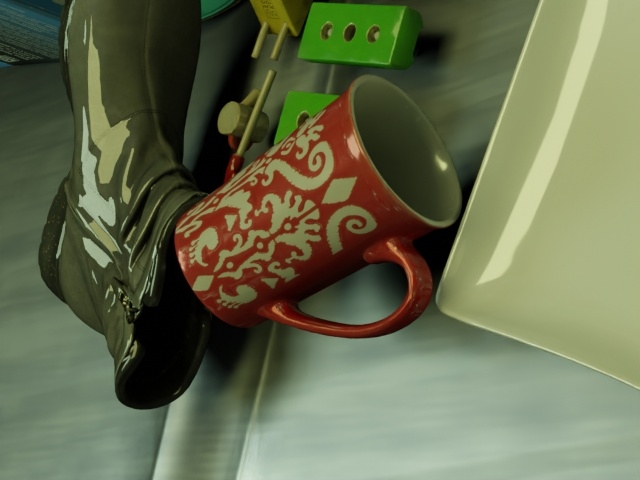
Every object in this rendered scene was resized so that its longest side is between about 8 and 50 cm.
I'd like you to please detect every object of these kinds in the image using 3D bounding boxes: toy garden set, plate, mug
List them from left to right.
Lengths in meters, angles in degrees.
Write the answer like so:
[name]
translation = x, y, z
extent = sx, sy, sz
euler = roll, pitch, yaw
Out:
[mug]
translation = -0.006, -0.007, 1.217
extent = 0.169, 0.113, 0.150
euler = -31, 40, 29
[toy garden set]
translation = 0.000, -0.116, 1.375
extent = 0.204, 0.049, 0.244
euler = 11, 85, 51
[plate]
translation = 0.206, -0.052, 1.086
extent = 0.277, 0.045, 0.278
euler = 21, 92, 54

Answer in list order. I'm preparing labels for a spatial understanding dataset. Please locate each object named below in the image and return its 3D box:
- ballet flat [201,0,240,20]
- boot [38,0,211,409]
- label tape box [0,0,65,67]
[ballet flat]
translation = -0.069, -0.240, 1.511
extent = 0.206, 0.073, 0.067
euler = -24, 30, 42
[boot]
translation = -0.121, -0.061, 1.409
extent = 0.222, 0.118, 0.338
euler = -139, 51, -58
[label tape box]
translation = -0.315, -0.240, 1.661
extent = 0.333, 0.240, 0.106
euler = 3, 78, 52
